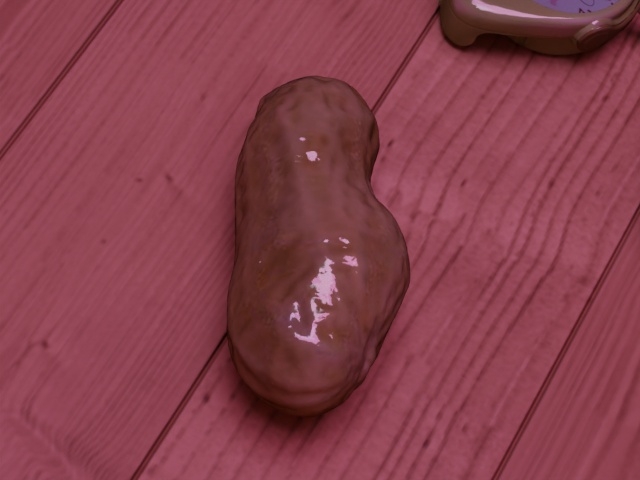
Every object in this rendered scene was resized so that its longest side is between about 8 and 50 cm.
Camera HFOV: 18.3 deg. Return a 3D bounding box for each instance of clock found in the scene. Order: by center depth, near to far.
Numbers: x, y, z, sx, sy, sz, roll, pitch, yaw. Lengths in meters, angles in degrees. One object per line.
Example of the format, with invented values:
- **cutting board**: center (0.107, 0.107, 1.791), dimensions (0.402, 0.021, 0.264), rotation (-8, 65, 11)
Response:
- **clock**: center (0.229, -0.245, 1.852), dimensions (0.232, 0.069, 0.170), rotation (10, 59, -6)

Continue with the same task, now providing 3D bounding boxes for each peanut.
- **peanut**: center (0.000, 0.000, 1.637), dimensions (0.148, 0.147, 0.318), rotation (7, 55, -7)
